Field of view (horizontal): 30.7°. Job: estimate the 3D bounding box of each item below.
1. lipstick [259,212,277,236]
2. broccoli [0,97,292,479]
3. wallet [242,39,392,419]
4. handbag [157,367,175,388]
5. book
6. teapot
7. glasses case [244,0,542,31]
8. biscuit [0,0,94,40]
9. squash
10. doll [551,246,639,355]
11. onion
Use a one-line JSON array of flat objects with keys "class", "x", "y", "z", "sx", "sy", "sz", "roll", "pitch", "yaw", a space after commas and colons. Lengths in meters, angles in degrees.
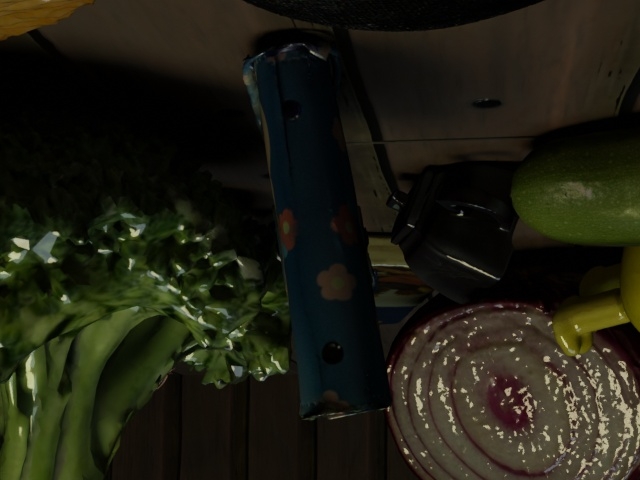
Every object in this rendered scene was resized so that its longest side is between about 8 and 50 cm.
[{"class": "lipstick", "x": -0.048, "y": 0.018, "z": 1.087, "sx": 0.037, "sy": 0.037, "sz": 0.116, "roll": 3, "pitch": 150, "yaw": -11}, {"class": "broccoli", "x": -0.190, "y": 0.047, "z": 0.768, "sx": 0.375, "sy": 0.302, "sz": 0.249, "roll": 6, "pitch": -153, "yaw": -47}, {"class": "wallet", "x": 0.001, "y": -0.001, "z": 0.665, "sx": 0.059, "sy": 0.202, "sz": 0.141, "roll": -10, "pitch": 171, "yaw": -2}, {"class": "handbag", "x": -0.238, "y": 0.087, "z": 1.187, "sx": 0.205, "sy": 0.179, "sz": 0.116, "roll": 17, "pitch": 176, "yaw": 5}, {"class": "book", "x": -0.026, "y": 0.051, "z": 1.332, "sx": 0.300, "sy": 0.039, "sz": 0.428, "roll": 1, "pitch": 168, "yaw": -4}, {"class": "teapot", "x": 0.098, "y": -0.015, "z": 0.913, "sx": 0.096, "sy": 0.087, "sz": 0.177, "roll": 24, "pitch": 167, "yaw": -2}, {"class": "glasses case", "x": 0.066, "y": -0.127, "z": 0.316, "sx": 0.122, "sy": 0.082, "sz": 0.321, "roll": 7, "pitch": 168, "yaw": -25}, {"class": "biscuit", "x": -0.206, "y": -0.099, "z": 0.456, "sx": 0.254, "sy": 0.035, "sz": 0.254, "roll": -9, "pitch": -179, "yaw": 0}, {"class": "squash", "x": 0.271, "y": -0.044, "z": 0.729, "sx": 0.341, "sy": 0.094, "sz": 0.094, "roll": -4, "pitch": 168, "yaw": 33}, {"class": "doll", "x": 0.342, "y": 0.000, "z": 0.888, "sx": 0.363, "sy": 0.145, "sz": 0.199, "roll": -24, "pitch": -165, "yaw": 44}, {"class": "onion", "x": 0.253, "y": 0.157, "z": 1.284, "sx": 0.336, "sy": 0.282, "sz": 0.260, "roll": -19, "pitch": 180, "yaw": 34}]
